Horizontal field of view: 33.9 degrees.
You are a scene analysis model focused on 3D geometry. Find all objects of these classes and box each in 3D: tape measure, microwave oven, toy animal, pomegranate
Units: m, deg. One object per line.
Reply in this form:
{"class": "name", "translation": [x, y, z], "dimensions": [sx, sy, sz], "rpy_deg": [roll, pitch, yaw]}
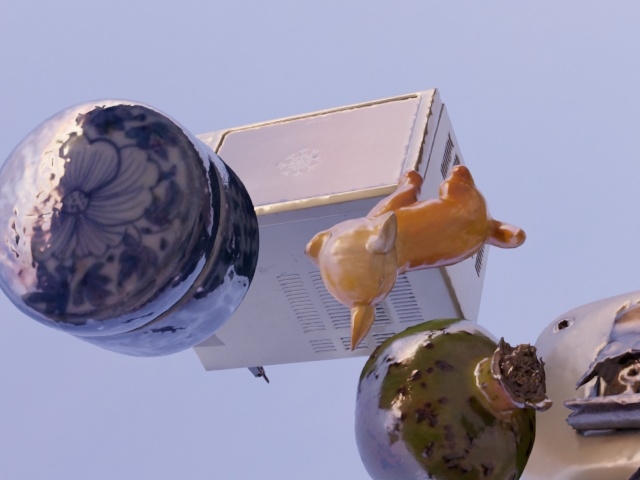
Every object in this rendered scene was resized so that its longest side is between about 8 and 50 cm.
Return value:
{"class": "tape measure", "translation": [0.271, 0.122, 0.753], "dimensions": [0.133, 0.271, 0.231], "rpy_deg": [56, -142, -24]}
{"class": "microwave oven", "translation": [0.000, 0.000, 0.859], "dimensions": [0.145, 0.240, 0.194], "rpy_deg": [-74, -33, -44]}
{"class": "toy animal", "translation": [0.038, 0.007, 0.439], "dimensions": [0.081, 0.060, 0.083], "rpy_deg": [20, -147, 16]}
{"class": "pomegranate", "translation": [0.079, 0.107, 0.661], "dimensions": [0.130, 0.130, 0.130], "rpy_deg": [13, -114, -32]}

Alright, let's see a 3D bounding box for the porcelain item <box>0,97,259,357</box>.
{"class": "porcelain item", "translation": [-0.122, -0.007, 0.647], "dimensions": [0.114, 0.147, 0.147], "rpy_deg": [40, -137, -66]}
